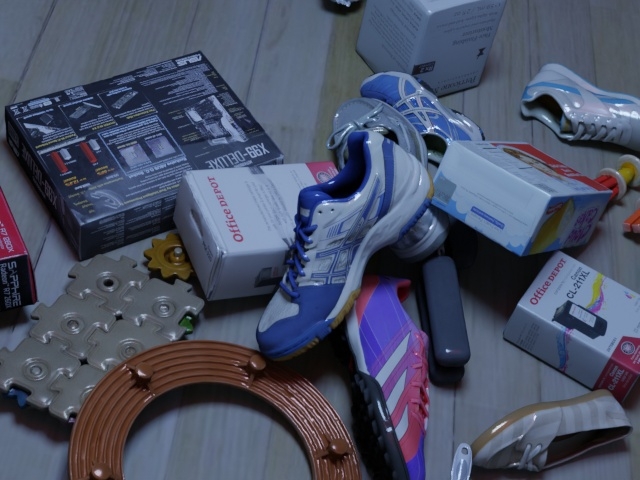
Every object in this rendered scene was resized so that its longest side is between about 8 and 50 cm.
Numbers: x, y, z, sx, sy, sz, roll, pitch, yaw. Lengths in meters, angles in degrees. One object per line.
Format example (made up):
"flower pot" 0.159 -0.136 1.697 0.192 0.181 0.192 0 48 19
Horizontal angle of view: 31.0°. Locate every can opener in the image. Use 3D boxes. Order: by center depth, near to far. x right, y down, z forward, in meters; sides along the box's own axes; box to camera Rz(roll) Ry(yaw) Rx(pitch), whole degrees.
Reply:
"can opener" 0.168 0.055 1.505 0.093 0.074 0.280 3 49 -3

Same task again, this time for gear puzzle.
"gear puzzle" -0.247 0.099 1.413 0.175 0.044 0.339 23 46 11

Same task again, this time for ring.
"ring" -0.109 0.246 1.277 0.336 0.032 0.337 12 49 -14

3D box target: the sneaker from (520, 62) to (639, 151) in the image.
"sneaker" 0.417 -0.185 1.769 0.228 0.087 0.092 27 56 22

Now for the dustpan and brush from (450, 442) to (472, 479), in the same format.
"dustpan and brush" 0.139 0.324 1.272 0.147 0.060 0.211 15 48 2

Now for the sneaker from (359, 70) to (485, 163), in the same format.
"sneaker" 0.141 -0.179 1.704 0.211 0.080 0.081 34 48 20

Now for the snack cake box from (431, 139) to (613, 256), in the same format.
"snack cake box" 0.268 -0.061 1.531 0.152 0.089 0.264 32 19 25

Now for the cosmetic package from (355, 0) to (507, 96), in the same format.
"cosmetic package" 0.167 -0.336 1.777 0.151 0.184 0.151 -18 54 -25

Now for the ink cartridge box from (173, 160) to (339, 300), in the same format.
"ink cartridge box" -0.063 -0.016 1.490 0.218 0.092 0.158 -4 46 -27

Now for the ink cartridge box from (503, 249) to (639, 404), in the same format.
"ink cartridge box" 0.344 0.109 1.494 0.175 0.072 0.127 30 50 15

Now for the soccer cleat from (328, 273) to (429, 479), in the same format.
"soccer cleat" 0.089 0.163 1.374 0.116 0.109 0.318 -6 47 -11

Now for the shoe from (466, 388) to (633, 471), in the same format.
"shoe" 0.276 0.232 1.370 0.219 0.076 0.058 -13 48 -24

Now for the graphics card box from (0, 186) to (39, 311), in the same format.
"graphics card box" -0.549 0.018 1.369 0.371 0.094 0.233 -14 45 -21

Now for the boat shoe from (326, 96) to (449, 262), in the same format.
"boat shoe" 0.080 -0.104 1.569 0.118 0.103 0.320 -34 41 16

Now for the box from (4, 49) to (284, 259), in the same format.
"box" -0.241 -0.126 1.584 0.307 0.076 0.242 -22 57 -27

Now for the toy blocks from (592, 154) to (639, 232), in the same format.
"toy blocks" 0.435 -0.052 1.667 0.148 0.054 0.123 -31 60 -32

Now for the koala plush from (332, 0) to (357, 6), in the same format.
"koala plush" 0.091 -0.476 1.919 0.221 0.203 0.196 -22 44 -2

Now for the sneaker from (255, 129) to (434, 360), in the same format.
"sneaker" 0.000 0.000 1.368 0.296 0.131 0.112 -54 32 -6
